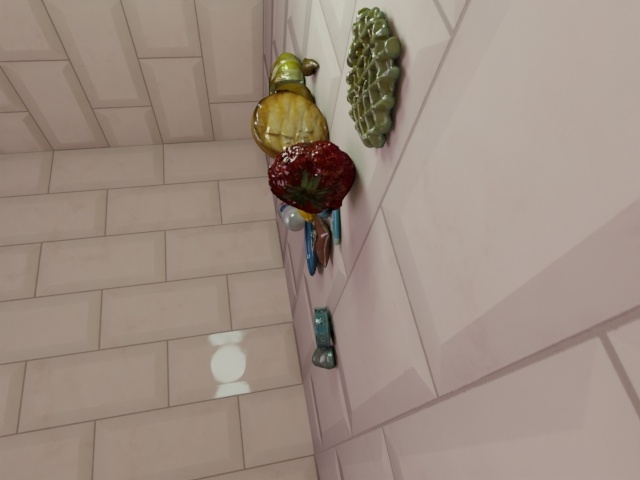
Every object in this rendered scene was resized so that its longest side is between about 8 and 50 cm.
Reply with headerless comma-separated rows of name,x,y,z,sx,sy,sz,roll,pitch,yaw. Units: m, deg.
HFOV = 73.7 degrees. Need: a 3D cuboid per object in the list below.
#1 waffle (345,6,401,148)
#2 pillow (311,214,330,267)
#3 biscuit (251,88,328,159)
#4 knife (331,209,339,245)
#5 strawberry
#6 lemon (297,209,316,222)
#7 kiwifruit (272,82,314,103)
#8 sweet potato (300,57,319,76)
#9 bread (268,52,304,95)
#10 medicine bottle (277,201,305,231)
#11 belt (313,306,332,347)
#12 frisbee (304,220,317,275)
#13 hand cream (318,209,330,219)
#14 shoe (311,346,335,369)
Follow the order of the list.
waffle,0.120,-0.388,1.041,0.310,0.056,0.292,98,163,-48
pillow,0.000,0.000,1.808,0.171,0.075,0.179,-111,17,-54
biscuit,-0.116,-0.417,1.600,0.102,0.295,0.297,133,131,-62
knife,0.053,-0.089,1.602,0.064,0.031,0.222,-121,27,-73
strawberry,-0.019,-0.210,1.335,0.274,0.273,0.221,102,174,-58
lemon,-0.049,-0.152,1.873,0.114,0.114,0.155,110,152,-66
kiwifruit,-0.114,-0.542,1.803,0.196,0.195,0.234,-127,26,-69
sweet potato,-0.055,-0.713,1.754,0.250,0.059,0.069,-111,38,-64
bread,-0.170,-0.726,2.058,0.333,0.159,0.334,175,90,-80
medicine bottle,-0.161,-0.141,2.409,0.341,0.130,0.131,-127,32,-70
belt,0.012,0.404,1.956,0.148,0.082,0.163,-98,1,-75
frisbee,-0.037,0.030,2.080,0.289,0.049,0.290,175,90,-82
hand cream,0.026,-0.182,1.691,0.083,0.048,0.225,-112,25,-52
shoe,0.007,0.548,2.017,0.251,0.100,0.103,138,125,-80
